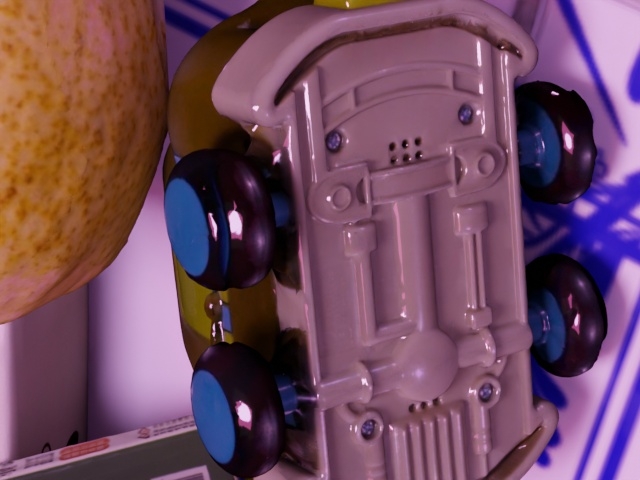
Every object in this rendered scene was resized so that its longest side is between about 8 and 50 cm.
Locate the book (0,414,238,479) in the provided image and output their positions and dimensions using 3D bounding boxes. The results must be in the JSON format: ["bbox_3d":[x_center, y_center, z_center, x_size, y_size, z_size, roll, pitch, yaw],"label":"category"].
[{"bbox_3d":[-0.161,0.218,0.927,0.264,0.027,0.202,-14,111,-3],"label":"book"}]

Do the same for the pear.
[{"bbox_3d":[-0.198,-0.090,0.807,0.271,0.271,0.271,12,111,35],"label":"pear"}]

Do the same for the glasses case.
[{"bbox_3d":[-0.194,0.145,0.986,0.070,0.131,0.313,8,109,11],"label":"glasses case"}]

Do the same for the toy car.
[{"bbox_3d":[0.000,0.000,0.783,0.198,0.204,0.248,21,120,57],"label":"toy car"}]
